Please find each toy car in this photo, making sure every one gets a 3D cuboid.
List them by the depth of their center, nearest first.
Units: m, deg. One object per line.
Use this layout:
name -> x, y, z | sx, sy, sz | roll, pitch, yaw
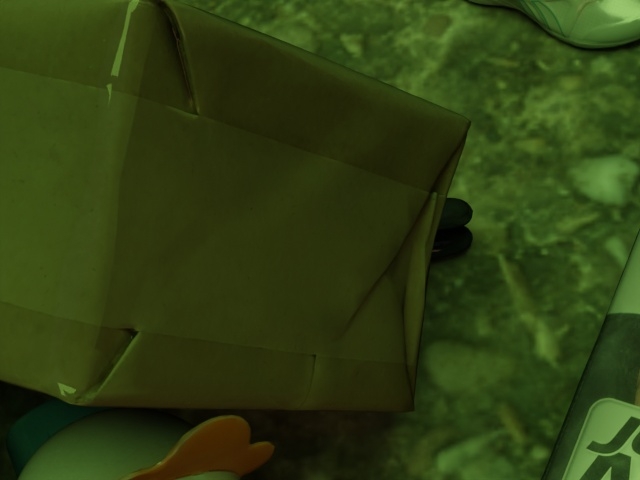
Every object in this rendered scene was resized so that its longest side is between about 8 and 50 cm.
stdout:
toy car -> -0.091, 0.149, 0.809 | 0.238, 0.210, 0.219 | -42, 65, 38

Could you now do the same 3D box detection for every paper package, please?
paper package -> -0.137, -0.028, 0.836 | 0.325, 0.309, 0.168 | 10, 90, 32

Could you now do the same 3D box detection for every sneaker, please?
sneaker -> 0.145, -0.168, 1.056 | 0.152, 0.061, 0.054 | 21, 67, 17

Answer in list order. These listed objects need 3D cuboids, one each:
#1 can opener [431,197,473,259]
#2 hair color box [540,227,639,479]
can opener -> 0.000, 0.000, 0.997 | 0.186, 0.059, 0.073 | -8, 62, 6
hair color box -> 0.233, 0.084, 0.890 | 0.174, 0.105, 0.347 | 18, 68, 17
